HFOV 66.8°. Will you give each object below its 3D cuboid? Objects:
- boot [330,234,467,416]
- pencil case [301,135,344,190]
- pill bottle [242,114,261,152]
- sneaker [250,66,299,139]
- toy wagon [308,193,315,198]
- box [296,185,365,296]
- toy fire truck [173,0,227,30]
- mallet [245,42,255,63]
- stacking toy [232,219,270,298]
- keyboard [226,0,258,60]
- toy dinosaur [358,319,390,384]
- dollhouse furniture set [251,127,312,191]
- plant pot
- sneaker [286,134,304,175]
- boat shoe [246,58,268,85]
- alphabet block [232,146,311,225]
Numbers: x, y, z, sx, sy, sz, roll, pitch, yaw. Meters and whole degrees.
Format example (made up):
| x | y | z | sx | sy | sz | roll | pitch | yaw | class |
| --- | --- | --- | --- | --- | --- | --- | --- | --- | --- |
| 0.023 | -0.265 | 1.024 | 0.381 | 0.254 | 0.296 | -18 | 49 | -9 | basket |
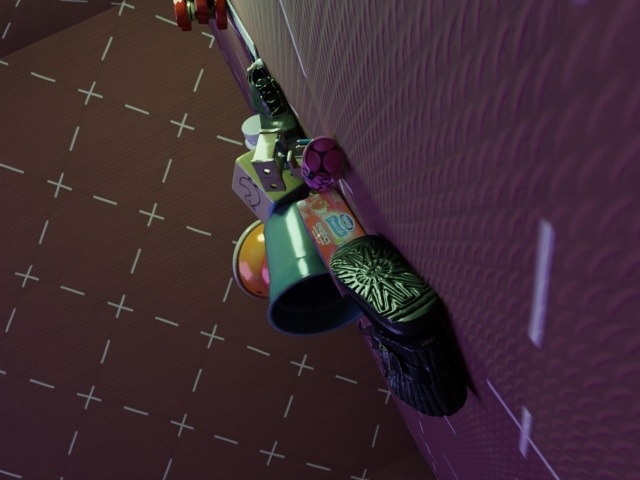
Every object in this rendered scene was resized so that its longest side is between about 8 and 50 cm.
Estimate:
| x | y | z | sx | sy | sz | roll | pitch | yaw | class |
| --- | --- | --- | --- | --- | --- | --- | --- | --- | --- |
| 0.145 | 0.161 | 0.966 | 0.260 | 0.131 | 0.348 | 66 | 176 | -31 | boot |
| 0.003 | -0.161 | 1.084 | 0.098 | 0.095 | 0.209 | 47 | 179 | -2 | pencil case |
| -0.240 | -0.415 | 2.184 | 0.161 | 0.161 | 0.283 | 61 | 176 | 40 | pill bottle |
| -0.151 | -0.409 | 1.449 | 0.286 | 0.109 | 0.130 | 57 | 164 | 33 | sneaker |
| -0.061 | -0.103 | 1.856 | 0.344 | 0.068 | 0.267 | 36 | -147 | -21 | toy wagon |
| 0.048 | -0.001 | 1.278 | 0.256 | 0.123 | 0.128 | 61 | 176 | 33 | box |
| -0.418 | -0.867 | 1.667 | 0.302 | 0.170 | 0.253 | -122 | 27 | -70 | toy fire truck |
| -0.219 | -0.587 | 1.678 | 0.062 | 0.039 | 0.189 | -119 | 8 | -51 | mallet |
| -0.079 | 0.112 | 1.853 | 0.480 | 0.351 | 0.350 | 18 | 141 | 47 | stacking toy |
| -0.262 | -0.701 | 1.605 | 0.255 | 0.014 | 0.072 | 62 | 176 | 25 | keyboard |
| 0.226 | 0.359 | 1.657 | 0.313 | 0.121 | 0.160 | -114 | 12 | -48 | toy dinosaur |
| -0.076 | -0.227 | 1.363 | 0.129 | 0.184 | 0.129 | 69 | -156 | -53 | dollhouse furniture set |
| -0.028 | 0.071 | 1.542 | 0.341 | 0.342 | 0.334 | 68 | -177 | -51 | plant pot |
| -0.105 | -0.306 | 1.558 | 0.151 | 0.094 | 0.255 | 63 | 179 | -43 | sneaker |
| -0.208 | -0.535 | 1.597 | 0.066 | 0.066 | 0.183 | 63 | 177 | 10 | boat shoe |
| -0.160 | -0.199 | 1.641 | 0.197 | 0.193 | 0.192 | 47 | 151 | 11 | alphabet block |
